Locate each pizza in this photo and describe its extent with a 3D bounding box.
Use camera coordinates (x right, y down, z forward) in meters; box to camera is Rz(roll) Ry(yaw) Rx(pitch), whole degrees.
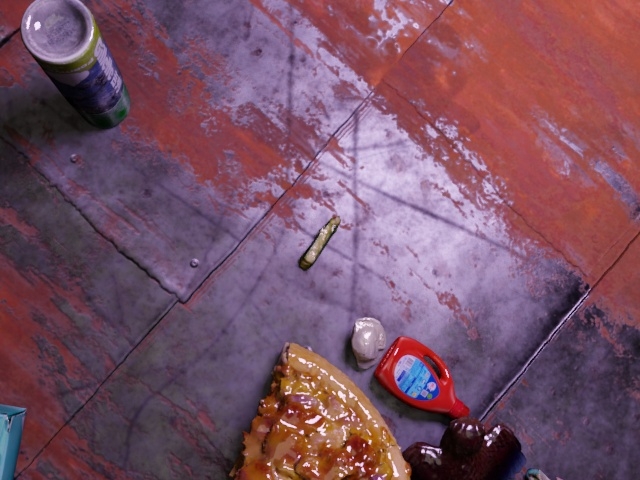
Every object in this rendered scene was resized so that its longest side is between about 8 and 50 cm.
[{"bbox_3d":[-0.006,0.337,1.131,0.277,0.114,0.409,-8,56,-17],"label":"pizza"}]

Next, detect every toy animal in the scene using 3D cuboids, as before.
[{"bbox_3d":[0.223,0.344,1.178,0.218,0.180,0.116,-7,58,-6],"label":"toy animal"}]

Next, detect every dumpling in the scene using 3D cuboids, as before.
[{"bbox_3d":[0.079,0.166,1.243,0.057,0.052,0.076,-8,74,4],"label":"dumpling"}]

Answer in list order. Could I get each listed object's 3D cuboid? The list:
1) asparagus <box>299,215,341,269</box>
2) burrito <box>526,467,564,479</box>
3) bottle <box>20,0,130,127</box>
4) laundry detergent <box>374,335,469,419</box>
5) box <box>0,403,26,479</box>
[{"bbox_3d":[0.001,0.000,1.270,0.025,0.021,0.108,35,81,0],"label":"asparagus"},{"bbox_3d":[0.427,0.502,1.235,0.096,0.066,0.309,-32,85,-6],"label":"burrito"},{"bbox_3d":[-0.339,-0.244,1.106,0.093,0.330,0.093,1,84,-6],"label":"bottle"},{"bbox_3d":[0.175,0.233,1.251,0.165,0.049,0.097,36,78,-4],"label":"laundry detergent"},{"bbox_3d":[-0.609,0.326,1.122,0.311,0.118,0.205,9,85,-4],"label":"box"}]
